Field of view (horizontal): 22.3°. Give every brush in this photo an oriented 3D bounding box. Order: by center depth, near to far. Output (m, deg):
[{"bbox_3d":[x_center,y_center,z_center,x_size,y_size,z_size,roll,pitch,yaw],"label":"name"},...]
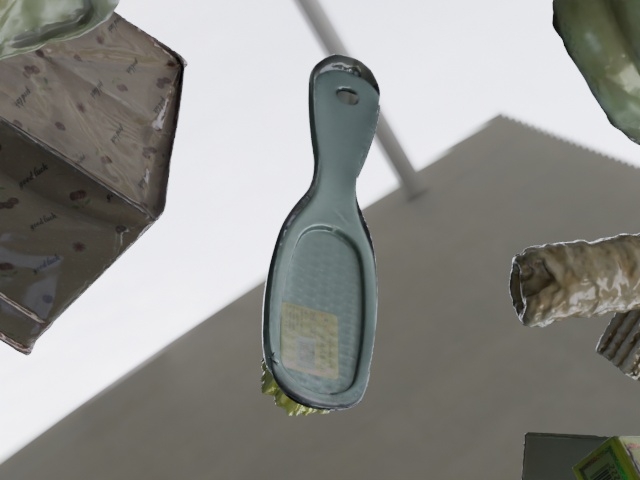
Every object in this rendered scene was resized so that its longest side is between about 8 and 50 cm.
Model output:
[{"bbox_3d":[0.000,0.000,0.993,0.297,0.068,0.060,-82,-164,-44],"label":"brush"}]

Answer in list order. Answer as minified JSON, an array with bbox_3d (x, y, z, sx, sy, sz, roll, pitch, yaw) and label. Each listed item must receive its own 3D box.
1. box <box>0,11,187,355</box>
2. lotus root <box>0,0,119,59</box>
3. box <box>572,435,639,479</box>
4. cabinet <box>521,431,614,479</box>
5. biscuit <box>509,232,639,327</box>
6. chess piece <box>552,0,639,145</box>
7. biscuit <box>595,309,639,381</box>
[{"bbox_3d":[-0.279,-0.103,1.272,0.190,0.297,0.225,-40,-152,30],"label":"box"},{"bbox_3d":[-0.169,-0.140,0.645,0.235,0.138,0.119,-23,158,0],"label":"lotus root"},{"bbox_3d":[0.326,0.276,1.405,0.064,0.141,0.220,-44,-125,34],"label":"box"},{"bbox_3d":[0.322,0.316,1.774,0.206,0.150,0.145,2,-141,10],"label":"cabinet"},{"bbox_3d":[0.239,0.021,1.114,0.219,0.055,0.061,-6,-129,-8],"label":"biscuit"},{"bbox_3d":[0.358,-0.216,1.232,0.330,0.182,0.182,-26,-159,32],"label":"chess piece"},{"bbox_3d":[0.493,0.144,1.920,0.078,0.426,0.144,42,-75,48],"label":"biscuit"}]
